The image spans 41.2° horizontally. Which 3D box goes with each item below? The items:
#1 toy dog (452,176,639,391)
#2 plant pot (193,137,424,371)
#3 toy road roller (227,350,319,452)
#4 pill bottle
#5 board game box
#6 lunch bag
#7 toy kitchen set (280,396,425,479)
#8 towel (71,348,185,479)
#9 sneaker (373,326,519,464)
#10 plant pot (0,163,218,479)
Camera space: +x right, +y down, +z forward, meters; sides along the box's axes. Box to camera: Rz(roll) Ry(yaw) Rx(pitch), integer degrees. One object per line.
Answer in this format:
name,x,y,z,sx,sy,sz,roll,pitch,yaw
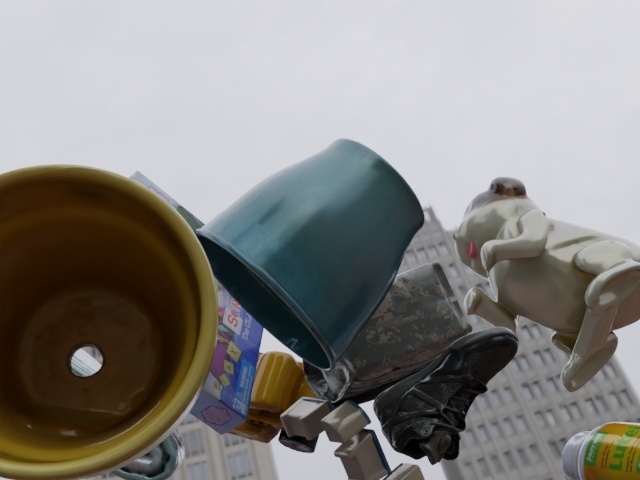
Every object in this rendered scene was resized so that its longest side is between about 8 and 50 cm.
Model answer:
toy dog,0.458,0.031,1.738,0.395,0.408,0.284,-32,-41,-28
plant pot,0.000,0.000,1.213,0.255,0.271,0.272,-46,-37,-16
toy road roller,-0.133,0.361,2.057,0.329,0.202,0.240,7,-28,25
pill bottle,0.472,0.341,1.265,0.136,0.136,0.245,-1,-8,-20
board game box,-0.226,0.092,1.350,0.066,0.319,0.318,-34,-60,30
lunch bag,0.103,0.187,1.513,0.235,0.169,0.287,-17,-21,-17
toy kitchen set,0.054,0.359,1.438,0.122,0.207,0.166,-30,12,-36
towel,-0.348,0.208,1.219,0.090,0.374,0.320,-51,-2,-10
sneaker,0.181,0.214,1.129,0.227,0.130,0.087,-36,-52,13
plant pot,-0.220,0.090,0.764,0.254,0.254,0.239,-9,-16,-11
